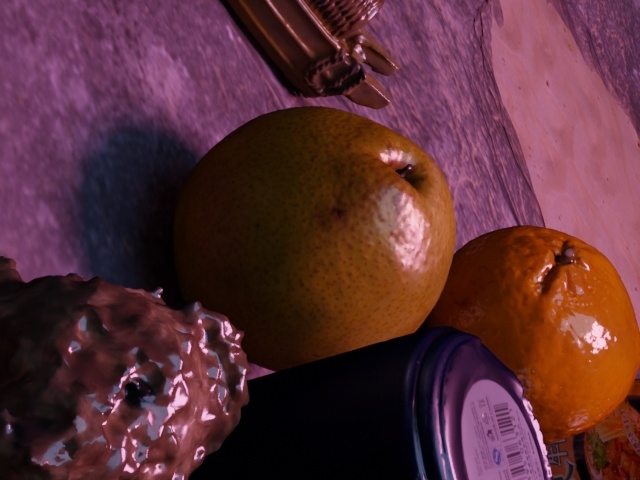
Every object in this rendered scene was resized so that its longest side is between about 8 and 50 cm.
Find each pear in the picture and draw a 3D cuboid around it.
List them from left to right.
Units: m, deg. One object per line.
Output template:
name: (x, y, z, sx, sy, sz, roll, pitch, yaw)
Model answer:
pear: (0.000, 0.000, 0.887, 0.209, 0.208, 0.209, 37, 43, -45)

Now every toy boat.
toy boat: (-0.027, -0.247, 1.074, 0.310, 0.115, 0.089, 54, 33, -26)

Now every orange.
orange: (0.210, 0.089, 1.189, 0.219, 0.193, 0.219, 12, 61, -21)

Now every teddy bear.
teddy bear: (-0.127, 0.165, 0.551, 0.296, 0.246, 0.223, -72, 161, -61)

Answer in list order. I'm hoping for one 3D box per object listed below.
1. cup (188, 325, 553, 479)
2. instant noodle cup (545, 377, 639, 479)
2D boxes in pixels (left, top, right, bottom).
cup: (0.018, 0.165, 0.761, 0.255, 0.256, 0.179, 12, 63, -58)
instant noodle cup: (0.311, 0.246, 1.281, 0.230, 0.182, 0.230, 35, 45, -45)
